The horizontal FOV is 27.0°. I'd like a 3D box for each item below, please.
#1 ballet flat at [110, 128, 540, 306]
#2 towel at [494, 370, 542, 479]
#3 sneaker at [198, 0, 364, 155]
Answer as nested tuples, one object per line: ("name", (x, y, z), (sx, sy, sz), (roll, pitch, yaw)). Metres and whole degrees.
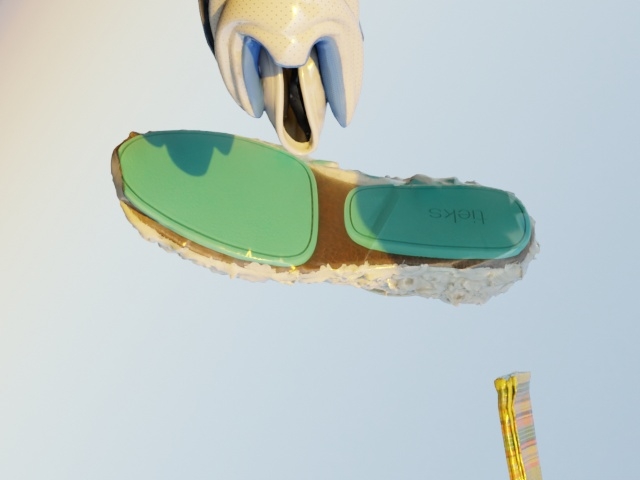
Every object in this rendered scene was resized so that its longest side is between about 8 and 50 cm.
("ballet flat", (0.000, 0.000, 1.250), (0.147, 0.409, 0.147), (-170, -90, -81))
("towel", (0.192, 0.234, 1.179), (0.021, 0.237, 0.102), (-11, 175, 20))
("sneaker", (-0.037, -0.164, 1.013), (0.323, 0.130, 0.236), (105, -16, -74))
